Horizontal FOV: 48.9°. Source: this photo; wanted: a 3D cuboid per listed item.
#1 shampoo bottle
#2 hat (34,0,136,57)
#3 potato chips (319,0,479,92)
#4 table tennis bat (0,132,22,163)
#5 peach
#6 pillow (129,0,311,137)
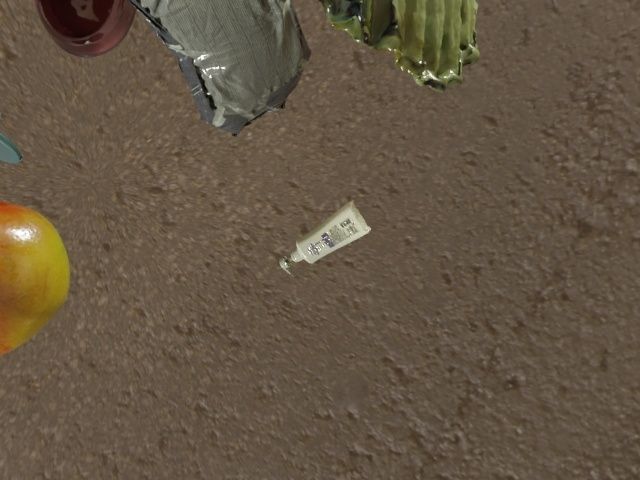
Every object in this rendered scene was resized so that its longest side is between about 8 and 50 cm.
[{"bbox_3d":[0.000,0.000,0.982,0.141,0.034,0.049,-31,107,18],"label":"shampoo bottle"},{"bbox_3d":[-0.384,-0.408,1.181,0.205,0.089,0.206,3,100,19],"label":"hat"},{"bbox_3d":[0.119,-0.414,0.926,0.358,0.070,0.429,5,84,-50],"label":"potato chips"},{"bbox_3d":[-0.522,-0.169,1.099,0.124,0.201,0.033,33,68,-19],"label":"table tennis bat"},{"bbox_3d":[-0.491,0.056,1.032,0.231,0.231,0.231,-2,95,-18],"label":"peach"},{"bbox_3d":[-0.109,-0.240,0.784,0.161,0.335,0.093,-25,59,4],"label":"pillow"}]
